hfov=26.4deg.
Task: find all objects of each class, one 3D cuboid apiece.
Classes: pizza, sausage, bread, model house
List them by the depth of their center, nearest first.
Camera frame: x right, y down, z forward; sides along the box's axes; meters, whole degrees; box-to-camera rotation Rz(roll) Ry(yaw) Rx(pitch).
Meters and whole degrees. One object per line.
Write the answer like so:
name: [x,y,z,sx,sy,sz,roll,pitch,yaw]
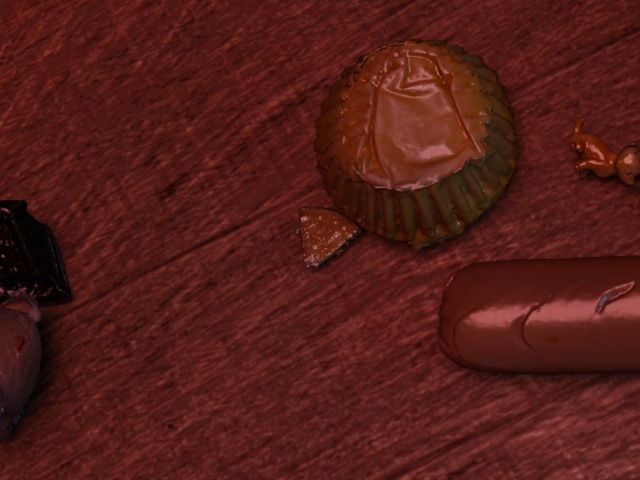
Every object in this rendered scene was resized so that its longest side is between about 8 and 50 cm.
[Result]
sausage: [0.273,0.077,1.404,0.304,0.121,0.121,-2,73,13]
bread: [0.100,-0.119,1.497,0.239,0.139,0.240,-5,69,12]
pizza: [0.000,0.000,1.547,0.083,0.025,0.078,22,76,26]
model house: [-0.388,0.006,1.580,0.165,0.152,0.106,-7,66,11]

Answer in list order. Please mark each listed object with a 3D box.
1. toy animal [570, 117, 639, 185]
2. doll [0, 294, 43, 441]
toy animal: [0.317,-0.097,1.480,0.083,0.060,0.081,-8,73,21]
doll: [-0.439,0.181,1.560,0.303,0.156,0.201,-21,28,28]
